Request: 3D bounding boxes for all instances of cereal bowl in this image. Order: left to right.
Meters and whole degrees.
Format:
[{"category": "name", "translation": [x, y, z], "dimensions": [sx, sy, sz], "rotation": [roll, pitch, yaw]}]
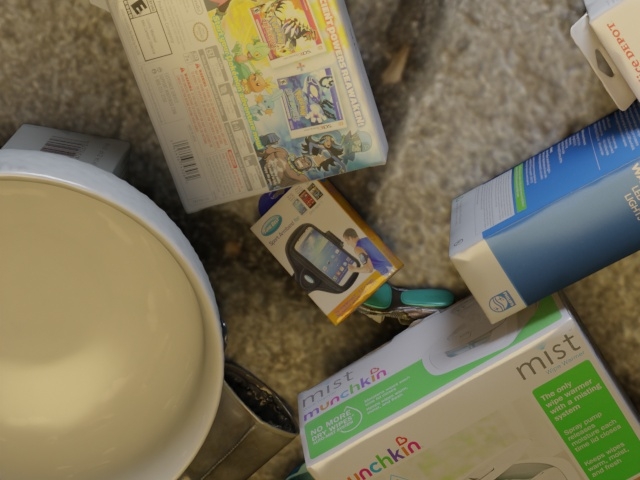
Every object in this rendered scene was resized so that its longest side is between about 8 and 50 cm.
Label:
[{"category": "cereal bowl", "translation": [-0.247, 0.075, 1.014], "dimensions": [0.339, 0.141, 0.339], "rotation": [-3, 116, -6]}]

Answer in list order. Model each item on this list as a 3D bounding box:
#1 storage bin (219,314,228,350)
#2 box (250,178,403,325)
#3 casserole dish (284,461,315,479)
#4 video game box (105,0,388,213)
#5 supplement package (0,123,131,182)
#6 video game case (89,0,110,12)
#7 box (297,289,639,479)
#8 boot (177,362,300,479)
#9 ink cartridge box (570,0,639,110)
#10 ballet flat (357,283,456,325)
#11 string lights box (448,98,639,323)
[{"category": "storage bin", "translation": [-0.157, 0.121, 1.153], "dimensions": [0.098, 0.091, 0.135], "rotation": [42, 120, 33]}, {"category": "box", "translation": [0.000, 0.000, 1.120], "dimensions": [0.081, 0.028, 0.136], "rotation": [-44, 86, 19]}, {"category": "casserole dish", "translation": [0.032, 0.283, 1.248], "dimensions": [0.114, 0.037, 0.188], "rotation": [-17, 112, 13]}, {"category": "video game box", "translation": [-0.058, -0.141, 1.050], "dimensions": [0.187, 0.048, 0.205], "rotation": [-12, 112, 15]}, {"category": "supplement package", "translation": [-0.240, 0.001, 1.125], "dimensions": [0.105, 0.105, 0.179], "rotation": [10, 115, -1]}, {"category": "video game case", "translation": [-0.085, -0.250, 1.043], "dimensions": [0.173, 0.022, 0.190], "rotation": [24, 114, -4]}, {"category": "box", "translation": [0.150, 0.183, 1.119], "dimensions": [0.262, 0.127, 0.231], "rotation": [-30, 115, 10]}, {"category": "boot", "translation": [-0.095, 0.245, 1.241], "dimensions": [0.189, 0.076, 0.208], "rotation": [42, 105, -14]}, {"category": "ink cartridge box", "translation": [0.280, -0.178, 0.991], "dimensions": [0.143, 0.090, 0.092], "rotation": [-31, 106, 19]}, {"category": "ballet flat", "translation": [0.068, 0.062, 1.152], "dimensions": [0.114, 0.041, 0.041], "rotation": [8, 114, 4]}, {"category": "string lights box", "translation": [0.237, -0.043, 1.031], "dimensions": [0.259, 0.133, 0.077], "rotation": [-29, 107, 18]}]
